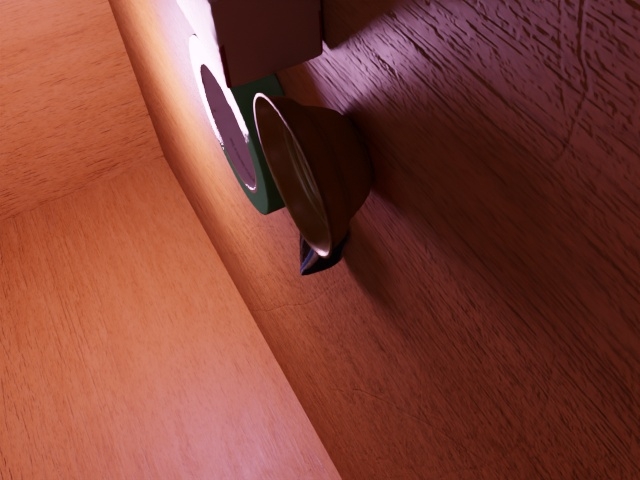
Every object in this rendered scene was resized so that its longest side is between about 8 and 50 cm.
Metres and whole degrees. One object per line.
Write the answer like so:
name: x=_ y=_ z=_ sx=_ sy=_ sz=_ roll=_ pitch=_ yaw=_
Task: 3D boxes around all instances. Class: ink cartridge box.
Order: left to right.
ink cartridge box: x=-0.092 y=-0.293 z=0.935 sx=0.128 sy=0.127 sz=0.176 roll=84 pitch=160 yaw=-55

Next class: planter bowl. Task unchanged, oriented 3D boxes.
planter bowl: x=0.003 y=-0.094 z=0.994 sx=0.217 sy=0.090 sz=0.217 roll=61 pitch=167 yaw=23

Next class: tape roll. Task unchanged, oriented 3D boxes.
tape roll: x=-0.123 y=-0.203 z=1.361 sx=0.321 sy=0.077 sz=0.321 roll=61 pitch=168 yaw=24

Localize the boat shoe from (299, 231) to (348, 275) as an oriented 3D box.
boat shoe: x=0.000 y=0.000 z=1.269 sx=0.183 sy=0.066 sz=0.066 roll=122 pitch=129 yaw=-64
